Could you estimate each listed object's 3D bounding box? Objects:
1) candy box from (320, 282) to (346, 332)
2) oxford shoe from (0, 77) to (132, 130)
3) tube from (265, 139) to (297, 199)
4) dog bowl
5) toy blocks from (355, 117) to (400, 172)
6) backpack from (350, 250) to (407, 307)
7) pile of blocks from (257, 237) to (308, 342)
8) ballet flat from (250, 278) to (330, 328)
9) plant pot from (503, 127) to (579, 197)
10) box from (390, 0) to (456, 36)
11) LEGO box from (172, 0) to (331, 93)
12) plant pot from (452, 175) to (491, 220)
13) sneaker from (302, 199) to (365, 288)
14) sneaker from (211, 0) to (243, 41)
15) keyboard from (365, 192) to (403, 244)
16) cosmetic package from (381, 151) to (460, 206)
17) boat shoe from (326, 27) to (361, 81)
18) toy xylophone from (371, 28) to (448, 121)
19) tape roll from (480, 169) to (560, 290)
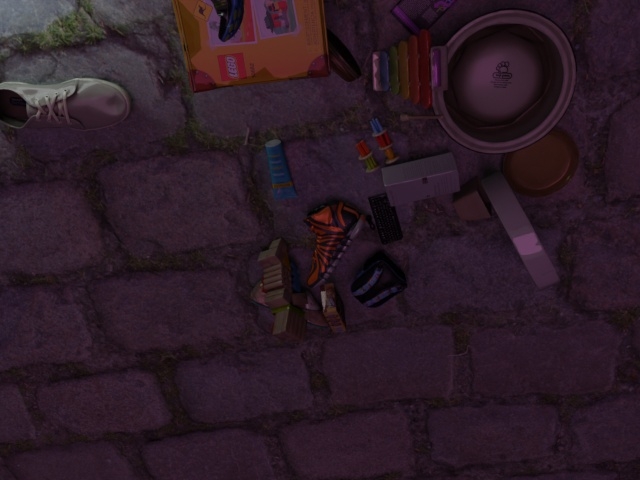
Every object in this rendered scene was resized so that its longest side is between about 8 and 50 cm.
[{"bbox_3d":[0.047,0.239,2.147,0.053,0.109,0.187,-12,149,10],"label":"candy box"},{"bbox_3d":[-0.812,-0.413,1.892,0.448,0.130,0.169,2,116,1],"label":"oxford shoe"},{"bbox_3d":[-0.134,-0.226,2.000,0.080,0.052,0.207,-2,124,15],"label":"tube"},{"bbox_3d":[0.515,-0.467,1.780,0.407,0.150,0.408,2,117,3],"label":"dog bowl"},{"bbox_3d":[0.167,-0.303,1.936,0.123,0.054,0.148,-24,114,14],"label":"toy blocks"},{"bbox_3d":[0.194,0.142,2.129,0.173,0.117,0.158,-41,109,20],"label":"backpack"},{"bbox_3d":[-0.137,0.181,2.120,0.112,0.149,0.363,-18,74,34],"label":"pile of blocks"},{"bbox_3d":[-0.093,0.221,2.198,0.315,0.107,0.106,20,103,-8],"label":"ballet flat"},{"bbox_3d":[0.698,-0.250,1.948,0.236,0.032,0.237,1,117,2],"label":"plant pot"},{"bbox_3d":[0.297,-0.674,1.751,0.116,0.029,0.162,41,114,-17],"label":"box"},{"bbox_3d":[-0.183,-0.660,1.551,0.372,0.193,0.501,-6,119,2],"label":"LEGO box"},{"bbox_3d":[0.489,-0.125,1.987,0.096,0.109,0.109,-23,114,28],"label":"plant pot"},{"bbox_3d":[0.000,0.000,2.078,0.180,0.125,0.321,31,104,-8],"label":"sneaker"},{"bbox_3d":[-0.229,-0.572,1.460,0.078,0.067,0.188,13,122,14],"label":"sneaker"},{"bbox_3d":[0.208,-0.069,2.073,0.108,0.023,0.180,-14,115,10],"label":"keyboard"},{"bbox_3d":[0.319,-0.193,1.946,0.231,0.086,0.117,-14,145,10],"label":"cosmetic package"},{"bbox_3d":[-0.013,-0.569,1.787,0.307,0.111,0.104,46,116,-9],"label":"boat shoe"},{"bbox_3d":[0.261,-0.452,1.726,0.081,0.322,0.236,-12,100,-24],"label":"toy xylophone"},{"bbox_3d":[0.608,-0.030,1.865,0.072,0.392,0.392,-28,113,16],"label":"tape roll"}]
